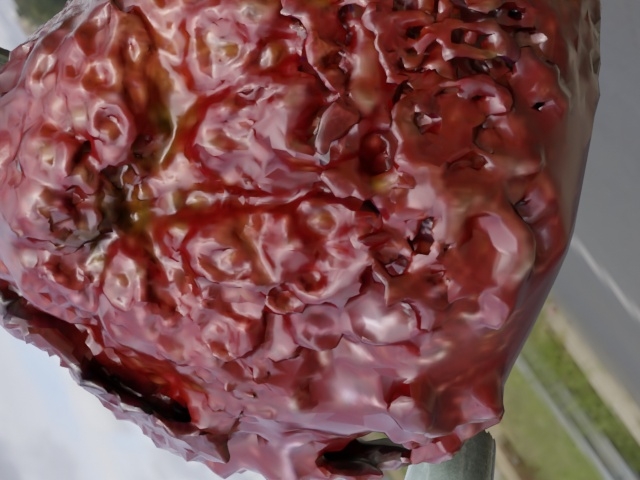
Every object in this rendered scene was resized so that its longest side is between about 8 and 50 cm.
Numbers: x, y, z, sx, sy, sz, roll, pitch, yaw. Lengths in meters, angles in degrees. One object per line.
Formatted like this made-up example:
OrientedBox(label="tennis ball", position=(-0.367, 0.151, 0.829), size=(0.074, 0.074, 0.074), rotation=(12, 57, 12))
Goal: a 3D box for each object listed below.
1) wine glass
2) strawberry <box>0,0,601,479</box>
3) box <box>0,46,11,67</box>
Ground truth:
OrientedBox(label="wine glass", position=(0.065, 0.204, 0.932), size=(0.066, 0.066, 0.198), rotation=(58, -143, -40))
OrientedBox(label="strawberry", position=(-0.025, -0.032, 0.606), size=(0.220, 0.274, 0.274), rotation=(2, -139, -40))
OrientedBox(label="box", position=(-0.348, -0.117, 1.293), size=(0.350, 0.058, 0.211), rotation=(23, -146, -21))
